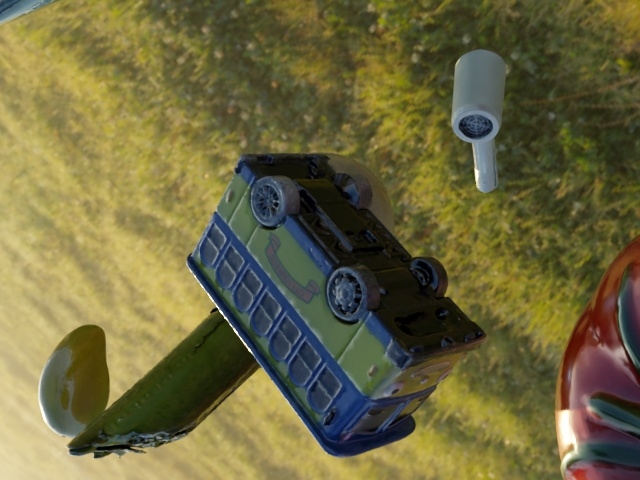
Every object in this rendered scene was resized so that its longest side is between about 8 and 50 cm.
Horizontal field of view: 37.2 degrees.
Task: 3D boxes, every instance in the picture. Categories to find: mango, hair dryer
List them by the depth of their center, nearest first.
[{"bbox_3d":[0.233,-0.147,1.394,0.073,0.131,0.236,2,140,12],"label":"hair dryer"},{"bbox_3d":[-0.401,0.231,1.545,0.085,0.122,0.191,21,120,42],"label":"mango"}]

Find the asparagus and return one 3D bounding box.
[{"bbox_3d":[-0.202,0.220,1.397,0.108,0.382,0.128,19,135,33],"label":"asparagus"}]

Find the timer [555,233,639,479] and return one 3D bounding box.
[{"bbox_3d":[0.353,0.143,0.676,0.378,0.279,0.378,175,90,-72],"label":"timer"}]

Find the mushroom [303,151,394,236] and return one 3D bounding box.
[{"bbox_3d":[0.000,0.000,1.652,0.297,0.297,0.290,22,170,33],"label":"mushroom"}]

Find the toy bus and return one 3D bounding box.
[{"bbox_3d":[0.009,0.055,0.965,0.288,0.138,0.175,50,124,28],"label":"toy bus"}]

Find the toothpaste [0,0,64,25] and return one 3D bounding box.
[{"bbox_3d":[-0.261,-0.322,1.088,0.392,0.099,0.061,-15,115,32],"label":"toothpaste"}]
